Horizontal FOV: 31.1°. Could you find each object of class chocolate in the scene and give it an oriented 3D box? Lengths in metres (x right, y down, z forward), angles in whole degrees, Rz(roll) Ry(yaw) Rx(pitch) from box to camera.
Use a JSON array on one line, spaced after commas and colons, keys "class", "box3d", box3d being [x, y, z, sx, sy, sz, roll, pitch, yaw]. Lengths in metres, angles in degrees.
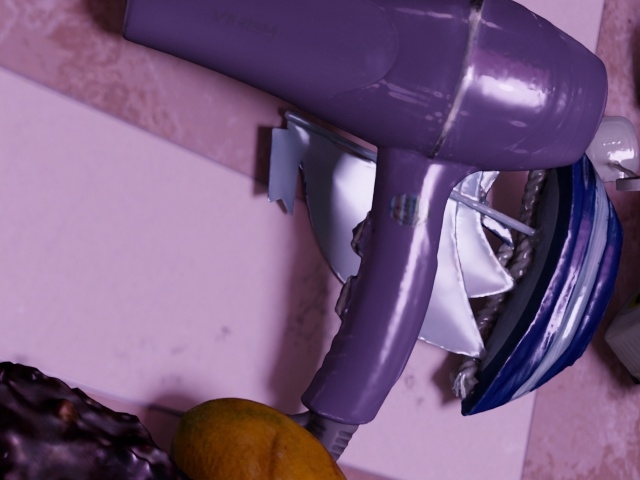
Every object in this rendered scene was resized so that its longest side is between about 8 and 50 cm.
[{"class": "chocolate", "box3d": [-0.154, 0.123, 0.612, 0.156, 0.156, 0.133, -32, 86, -34]}]

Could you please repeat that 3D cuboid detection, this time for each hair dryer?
[{"class": "hair dryer", "box3d": [0.000, 0.000, 0.729, 0.301, 0.121, 0.361, 13, 91, -8]}]

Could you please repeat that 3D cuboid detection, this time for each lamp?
[{"class": "lamp", "box3d": [0.239, -0.066, 0.889, 0.050, 0.198, 0.056, -5, 97, 4]}]

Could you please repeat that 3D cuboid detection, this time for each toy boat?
[{"class": "toy boat", "box3d": [0.105, -0.019, 0.835, 0.291, 0.070, 0.210, 47, 74, -15]}]

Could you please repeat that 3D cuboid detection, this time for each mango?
[{"class": "mango", "box3d": [-0.027, 0.173, 0.680, 0.115, 0.089, 0.164, -7, 73, 1]}]

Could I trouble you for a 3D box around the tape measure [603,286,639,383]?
[{"class": "tape measure", "box3d": [0.352, 0.037, 0.929, 0.235, 0.207, 0.115, -38, 81, -23]}]
